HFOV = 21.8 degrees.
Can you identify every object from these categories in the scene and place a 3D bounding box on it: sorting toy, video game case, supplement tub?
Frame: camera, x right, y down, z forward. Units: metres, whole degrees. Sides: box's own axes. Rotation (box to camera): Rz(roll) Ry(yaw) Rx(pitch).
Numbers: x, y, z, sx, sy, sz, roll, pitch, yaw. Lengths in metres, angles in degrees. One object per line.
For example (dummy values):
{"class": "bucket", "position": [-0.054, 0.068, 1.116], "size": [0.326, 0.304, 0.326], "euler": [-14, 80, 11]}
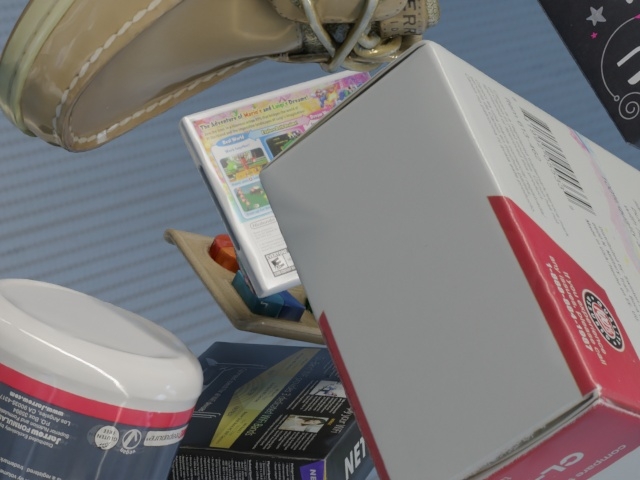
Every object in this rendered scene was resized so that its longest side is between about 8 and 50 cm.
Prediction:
{"class": "sorting toy", "position": [-0.002, 0.058, 1.848], "size": [0.307, 0.041, 0.229], "euler": [12, 20, -35]}
{"class": "video game case", "position": [-0.005, -0.045, 1.197], "size": [0.157, 0.019, 0.143], "euler": [-19, 73, -26]}
{"class": "supplement tub", "position": [-0.216, 0.182, 1.239], "size": [0.191, 0.272, 0.191], "euler": [21, 8, -3]}

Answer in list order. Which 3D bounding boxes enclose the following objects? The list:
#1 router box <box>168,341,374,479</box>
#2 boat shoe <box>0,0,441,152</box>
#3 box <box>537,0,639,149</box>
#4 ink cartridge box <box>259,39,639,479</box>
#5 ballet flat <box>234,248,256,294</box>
{"class": "router box", "position": [-0.058, 0.201, 1.788], "size": [0.243, 0.081, 0.309], "euler": [2, 17, 20]}
{"class": "boat shoe", "position": [0.009, -0.121, 0.670], "size": [0.302, 0.109, 0.098], "euler": [-36, 75, -8]}
{"class": "box", "position": [0.239, -0.177, 1.150], "size": [0.163, 0.142, 0.247], "euler": [20, 38, -53]}
{"class": "ink cartridge box", "position": [0.077, 0.030, 0.530], "size": [0.175, 0.072, 0.127], "euler": [23, 37, -50]}
{"class": "ballet flat", "position": [0.000, 0.000, 1.720], "size": [0.221, 0.077, 0.079], "euler": [-15, 72, -43]}
